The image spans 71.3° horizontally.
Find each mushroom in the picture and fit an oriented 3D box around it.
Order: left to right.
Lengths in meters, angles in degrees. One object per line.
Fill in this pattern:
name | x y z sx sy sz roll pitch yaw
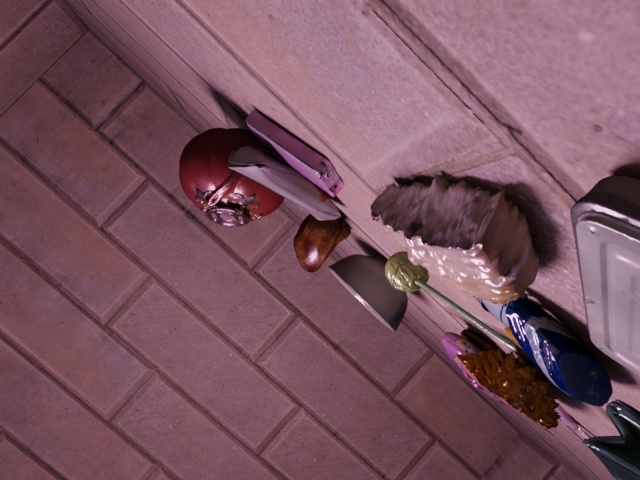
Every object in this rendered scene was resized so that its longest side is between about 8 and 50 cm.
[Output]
mushroom | -0.012 -0.010 1.336 0.138 0.194 0.231 42 165 4

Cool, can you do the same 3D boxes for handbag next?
handbag | 0.583 0.409 0.726 0.326 0.089 0.238 45 174 -38

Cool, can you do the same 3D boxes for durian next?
durian | 0.460 0.332 1.008 0.341 0.112 0.191 35 172 -37

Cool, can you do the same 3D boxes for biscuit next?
biscuit | 0.166 0.009 0.554 0.179 0.084 0.281 44 175 -14
biscuit | 0.464 0.307 1.216 0.188 0.027 0.188 41 177 3

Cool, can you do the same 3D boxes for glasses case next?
glasses case | -0.069 -0.142 1.094 0.308 0.083 0.128 29 173 -40
glasses case | 0.435 0.352 1.211 0.316 0.076 0.123 44 177 -30

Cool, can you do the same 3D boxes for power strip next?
power strip | -0.060 -0.191 0.970 0.279 0.037 0.109 40 176 32

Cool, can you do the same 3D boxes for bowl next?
bowl | 0.174 0.138 1.405 0.289 0.146 0.289 44 177 3

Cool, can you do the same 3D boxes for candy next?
candy | 0.246 0.116 0.871 0.335 0.092 0.093 39 148 48

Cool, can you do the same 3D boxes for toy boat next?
toy boat | 0.321 0.132 0.715 0.220 0.067 0.291 45 -173 -19

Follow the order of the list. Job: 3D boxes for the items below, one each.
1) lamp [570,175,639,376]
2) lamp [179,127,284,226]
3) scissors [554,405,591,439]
lamp | 0.305 0.088 0.292 0.266 0.047 0.269 41 176 45
lamp | -0.235 -0.174 1.230 0.303 0.256 0.303 7 159 3
scissors | 0.674 0.492 1.151 0.212 0.021 0.110 39 172 43
